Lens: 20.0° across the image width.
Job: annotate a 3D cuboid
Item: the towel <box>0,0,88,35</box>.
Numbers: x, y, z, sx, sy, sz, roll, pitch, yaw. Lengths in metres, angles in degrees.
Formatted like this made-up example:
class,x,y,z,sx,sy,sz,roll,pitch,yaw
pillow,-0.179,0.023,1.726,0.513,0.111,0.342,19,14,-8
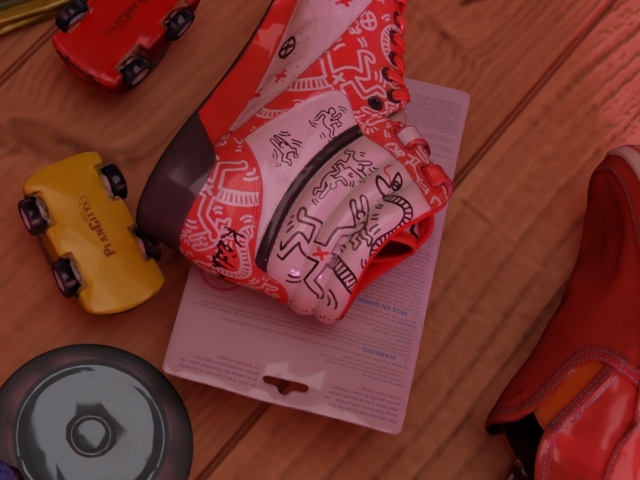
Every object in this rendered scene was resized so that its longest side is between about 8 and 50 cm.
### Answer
class,x,y,z,sx,sy,sz,roll,pitch,yaw
towel,-0.237,-0.232,1.131,0.102,0.021,0.237,-24,75,-20

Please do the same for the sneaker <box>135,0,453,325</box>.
class,x,y,z,sx,sy,sz,roll,pitch,yaw
sneaker,0.023,-0.078,1.033,0.145,0.090,0.270,30,66,5

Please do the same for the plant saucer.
class,x,y,z,sx,sy,sz,roll,pitch,yaw
plant saucer,-0.129,0.112,1.018,0.119,0.021,0.119,4,69,-10

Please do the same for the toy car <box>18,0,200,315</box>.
class,x,y,z,sx,sy,sz,roll,pitch,yaw
toy car,-0.191,-0.072,1.061,0.225,0.053,0.239,8,67,-8

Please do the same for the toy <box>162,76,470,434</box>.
class,x,y,z,sx,sy,sz,roll,pitch,yaw
toy,0.000,0.000,1.070,0.137,0.056,0.237,15,62,-1

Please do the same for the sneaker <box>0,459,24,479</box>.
class,x,y,z,sx,sy,sz,roll,pitch,yaw
sneaker,-0.301,0.176,0.892,0.330,0.147,0.129,-15,73,-17

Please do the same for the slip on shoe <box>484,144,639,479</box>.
class,x,y,z,sx,sy,sz,roll,pitch,yaw
slip on shoe,0.149,0.094,1.034,0.101,0.123,0.331,12,72,-2
